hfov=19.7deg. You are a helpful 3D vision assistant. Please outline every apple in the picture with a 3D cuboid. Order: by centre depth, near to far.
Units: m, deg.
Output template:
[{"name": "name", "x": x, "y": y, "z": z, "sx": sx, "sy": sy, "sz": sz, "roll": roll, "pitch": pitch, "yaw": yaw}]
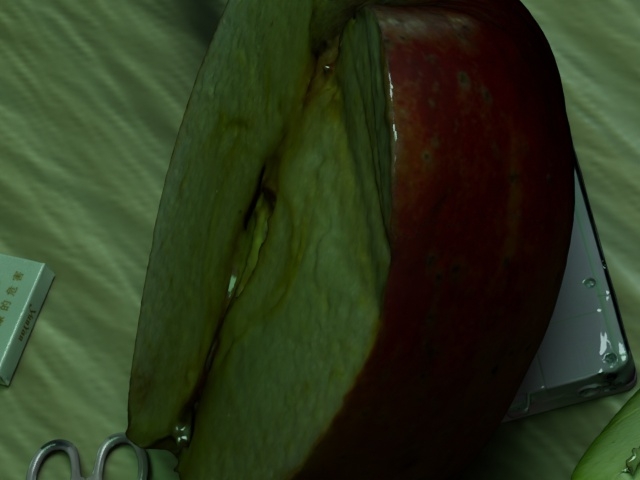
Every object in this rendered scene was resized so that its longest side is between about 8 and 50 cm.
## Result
[{"name": "apple", "x": 0.000, "y": 0.000, "z": 1.078, "sx": 0.295, "sy": 0.329, "sz": 0.365, "roll": 22, "pitch": 104, "yaw": 17}]

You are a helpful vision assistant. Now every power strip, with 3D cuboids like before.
[{"name": "power strip", "x": 0.126, "y": -0.010, "z": 1.219, "sx": 0.109, "sy": 0.037, "sz": 0.279, "roll": -16, "pitch": 60, "yaw": 8}]

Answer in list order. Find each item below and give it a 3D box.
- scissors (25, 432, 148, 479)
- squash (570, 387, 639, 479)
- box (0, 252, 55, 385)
[{"name": "scissors", "x": -0.155, "y": 0.207, "z": 1.192, "sx": 0.085, "sy": 0.022, "sz": 0.176, "roll": -6, "pitch": 58, "yaw": 10}, {"name": "squash", "x": 0.242, "y": 0.069, "z": 1.106, "sx": 0.169, "sy": 0.093, "sz": 0.252, "roll": 27, "pitch": 67, "yaw": -21}, {"name": "box", "x": -0.280, "y": 0.043, "z": 1.311, "sx": 0.167, "sy": 0.024, "sz": 0.090, "roll": 11, "pitch": 66, "yaw": 21}]
